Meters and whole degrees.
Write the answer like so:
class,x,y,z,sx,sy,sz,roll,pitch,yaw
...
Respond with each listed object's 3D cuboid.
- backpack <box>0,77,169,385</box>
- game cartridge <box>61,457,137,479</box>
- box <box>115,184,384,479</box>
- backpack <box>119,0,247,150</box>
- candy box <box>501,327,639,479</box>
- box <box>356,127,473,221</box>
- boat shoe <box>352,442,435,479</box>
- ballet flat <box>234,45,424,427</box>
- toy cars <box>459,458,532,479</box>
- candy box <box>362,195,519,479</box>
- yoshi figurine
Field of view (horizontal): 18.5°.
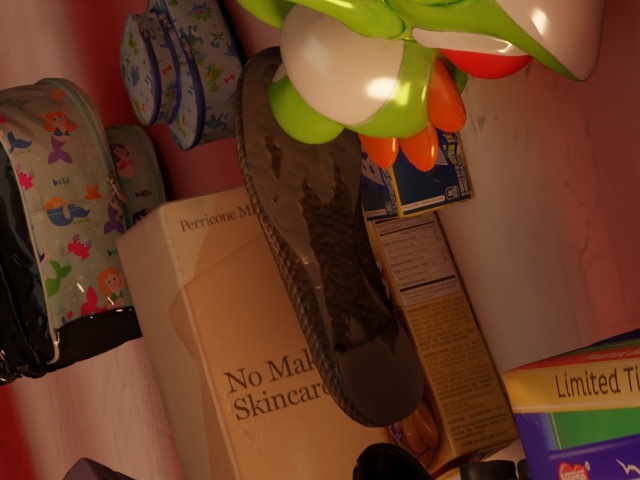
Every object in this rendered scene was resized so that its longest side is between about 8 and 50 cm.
class,x,y,z,sx,sy,sz,roll,pitch,yaw
backpack,-0.241,-0.020,1.773,0.225,0.191,0.253,-16,96,65
game cartridge,-0.053,0.316,1.532,0.068,0.230,0.355,-55,40,11
box,-0.029,0.117,1.427,0.121,0.148,0.311,-29,78,66
backpack,-0.107,-0.130,1.535,0.114,0.084,0.105,65,157,18
candy box,0.229,0.189,0.897,0.268,0.122,0.317,162,94,-68
box,0.043,-0.099,1.242,0.059,0.054,0.168,-8,97,67
boat shoe,0.062,0.187,1.166,0.228,0.080,0.076,-116,27,-69
ballet flat,0.000,0.000,1.239,0.058,0.084,0.249,-8,103,67
toy cars,0.128,0.258,1.227,0.176,0.087,0.393,-111,25,-46
candy box,0.060,0.064,1.306,0.109,0.053,0.186,130,124,-64
yoshi figurine,0.035,-0.177,1.044,0.362,0.204,0.203,136,145,-61
